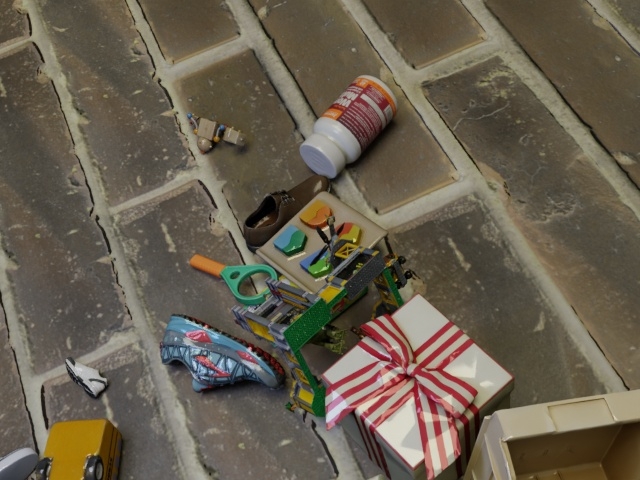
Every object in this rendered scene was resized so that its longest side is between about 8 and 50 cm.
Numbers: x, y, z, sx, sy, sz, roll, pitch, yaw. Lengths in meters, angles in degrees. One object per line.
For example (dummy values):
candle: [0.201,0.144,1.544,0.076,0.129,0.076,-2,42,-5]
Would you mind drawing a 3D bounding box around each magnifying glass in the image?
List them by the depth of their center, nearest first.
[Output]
magnifying glass: [-0.177,0.070,1.825,0.231,0.026,0.092,18,56,39]

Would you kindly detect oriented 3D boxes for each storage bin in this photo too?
storage bin: [0.375,0.352,1.392,0.262,0.260,0.123,-6,50,-9]

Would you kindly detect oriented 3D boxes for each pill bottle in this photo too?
pill bottle: [0.060,-0.245,1.967,0.121,0.121,0.221,30,66,27]

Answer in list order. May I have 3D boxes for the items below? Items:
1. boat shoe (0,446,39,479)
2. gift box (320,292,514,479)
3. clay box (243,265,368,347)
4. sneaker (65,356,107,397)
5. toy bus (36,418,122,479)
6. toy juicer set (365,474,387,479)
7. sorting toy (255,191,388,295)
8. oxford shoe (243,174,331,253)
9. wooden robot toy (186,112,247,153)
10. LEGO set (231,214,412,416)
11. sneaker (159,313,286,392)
boat shoe: [-0.627,0.445,1.664,0.228,0.080,0.076,-40,60,-7]
gift box: [0.158,0.283,1.508,0.276,0.258,0.255,-42,59,-19]
clay box: [-0.031,0.115,1.781,0.222,0.053,0.127,-37,54,-13]
sneaker: [-0.459,0.263,1.778,0.109,0.040,0.043,37,53,26]
toy bus: [-0.427,0.476,1.566,0.108,0.130,0.333,-4,56,7]
toy juicer set: [0.092,0.495,1.414,0.209,0.089,0.329,-51,59,19]
sorting toy: [0.000,0.000,1.802,0.208,0.038,0.193,-41,51,-18]
oxford shoe: [-0.066,-0.070,1.890,0.227,0.096,0.082,-42,57,-19]
wooden robot toy: [-0.246,-0.232,2.067,0.173,0.076,0.079,22,98,23]
LEGO set: [-0.001,0.140,1.658,0.331,0.255,0.192,-48,35,-19]
sneaker: [-0.188,0.238,1.721,0.261,0.104,0.125,21,85,22]
